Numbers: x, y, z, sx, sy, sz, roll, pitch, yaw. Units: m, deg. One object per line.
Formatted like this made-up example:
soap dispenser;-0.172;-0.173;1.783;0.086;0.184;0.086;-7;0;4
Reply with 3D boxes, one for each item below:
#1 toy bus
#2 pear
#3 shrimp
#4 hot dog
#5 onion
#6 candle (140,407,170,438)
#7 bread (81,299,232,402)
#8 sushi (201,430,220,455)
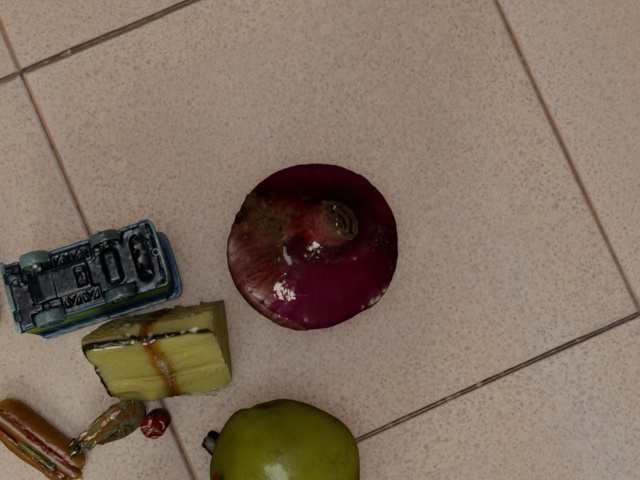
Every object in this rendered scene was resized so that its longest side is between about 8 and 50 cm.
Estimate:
toy bus;-0.452;0.079;1.775;0.312;0.190;0.152;-18;80;-2
pear;-0.051;0.475;1.710;0.287;0.287;0.375;-26;95;-3
shrimp;-0.434;0.385;1.807;0.180;0.099;0.041;-34;54;-9
hot dog;-0.576;0.414;1.815;0.236;0.062;0.092;35;83;1
onion;0.000;0.000;1.697;0.348;0.385;0.347;3;77;-13
candle;-0.333;0.369;1.786;0.052;0.130;0.052;0;87;-3
bread;-0.313;0.230;1.744;0.264;0.236;0.198;-10;85;0
sushi;-0.205;0.430;1.836;0.083;0.044;0.046;33;108;3
